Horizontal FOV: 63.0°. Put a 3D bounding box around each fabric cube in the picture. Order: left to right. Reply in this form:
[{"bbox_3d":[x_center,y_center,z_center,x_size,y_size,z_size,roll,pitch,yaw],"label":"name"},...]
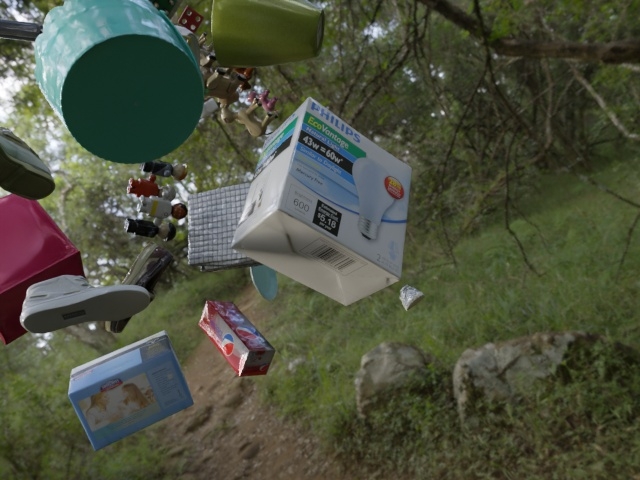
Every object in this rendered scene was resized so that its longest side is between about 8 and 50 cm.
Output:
[{"bbox_3d":[-0.816,0.069,1.402,0.254,0.258,0.259,-37,-17,-35],"label":"fabric cube"}]

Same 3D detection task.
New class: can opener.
[{"bbox_3d":[-0.889,-0.627,1.639,0.284,0.095,0.076,5,1,-5],"label":"can opener"}]

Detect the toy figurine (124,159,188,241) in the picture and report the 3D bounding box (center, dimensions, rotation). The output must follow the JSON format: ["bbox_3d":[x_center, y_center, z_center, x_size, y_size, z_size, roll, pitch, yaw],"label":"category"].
[{"bbox_3d":[-0.473,-0.119,1.535,0.148,0.213,0.209,12,-32,-32],"label":"toy figurine"}]

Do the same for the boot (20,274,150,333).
[{"bbox_3d":[-0.515,0.116,1.150,0.258,0.123,0.095,-9,-50,-18],"label":"boot"}]

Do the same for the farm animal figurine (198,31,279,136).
[{"bbox_3d":[-0.320,-0.514,1.816,0.172,0.330,0.327,-39,-36,29],"label":"farm animal figurine"}]

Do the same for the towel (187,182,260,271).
[{"bbox_3d":[-0.251,-0.033,1.541,0.284,0.234,0.121,-9,-12,25],"label":"towel"}]

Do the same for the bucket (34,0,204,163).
[{"bbox_3d":[-0.353,-0.284,0.939,0.281,0.183,0.281,-22,-41,-20],"label":"bucket"}]

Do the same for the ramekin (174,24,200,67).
[{"bbox_3d":[-0.442,-0.547,1.577,0.207,0.109,0.207,8,-90,-85],"label":"ramekin"}]

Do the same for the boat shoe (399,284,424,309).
[{"bbox_3d":[0.264,0.164,1.549,0.066,0.063,0.184,-37,-13,2],"label":"boat shoe"}]

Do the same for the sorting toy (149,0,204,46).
[{"bbox_3d":[-0.389,-0.519,1.174,0.132,0.275,0.046,-51,42,13],"label":"sorting toy"}]

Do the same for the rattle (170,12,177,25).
[{"bbox_3d":[-0.505,-0.762,1.804,0.143,0.199,0.130,7,-22,-37],"label":"rattle"}]

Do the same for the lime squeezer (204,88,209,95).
[{"bbox_3d":[-0.409,-0.433,1.542,0.310,0.059,0.109,-22,-56,-83],"label":"lime squeezer"}]

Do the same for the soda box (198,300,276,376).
[{"bbox_3d":[-0.237,0.266,1.447,0.092,0.263,0.083,8,-71,-41],"label":"soda box"}]

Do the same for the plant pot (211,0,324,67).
[{"bbox_3d":[-0.143,-0.647,1.586,0.275,0.294,0.274,10,-90,-83],"label":"plant pot"}]

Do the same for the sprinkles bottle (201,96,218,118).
[{"bbox_3d":[-0.575,-0.683,2.194,0.121,0.355,0.121,-27,21,11],"label":"sprinkles bottle"}]

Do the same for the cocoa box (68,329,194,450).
[{"bbox_3d":[-0.653,0.508,1.814,0.347,0.231,0.228,-22,16,-18],"label":"cocoa box"}]

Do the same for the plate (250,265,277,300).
[{"bbox_3d":[-0.203,0.120,1.822,0.024,0.188,0.188,-16,8,18],"label":"plate"}]

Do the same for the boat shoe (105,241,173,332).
[{"bbox_3d":[-0.524,0.146,1.519,0.103,0.092,0.285,96,-161,-81],"label":"boat shoe"}]

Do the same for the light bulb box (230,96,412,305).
[{"bbox_3d":[0.018,-0.089,1.302,0.225,0.358,0.361,-33,37,46],"label":"light bulb box"}]

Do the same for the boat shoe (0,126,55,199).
[{"bbox_3d":[-0.708,-0.191,1.115,0.113,0.103,0.302,-33,-26,0],"label":"boat shoe"}]
